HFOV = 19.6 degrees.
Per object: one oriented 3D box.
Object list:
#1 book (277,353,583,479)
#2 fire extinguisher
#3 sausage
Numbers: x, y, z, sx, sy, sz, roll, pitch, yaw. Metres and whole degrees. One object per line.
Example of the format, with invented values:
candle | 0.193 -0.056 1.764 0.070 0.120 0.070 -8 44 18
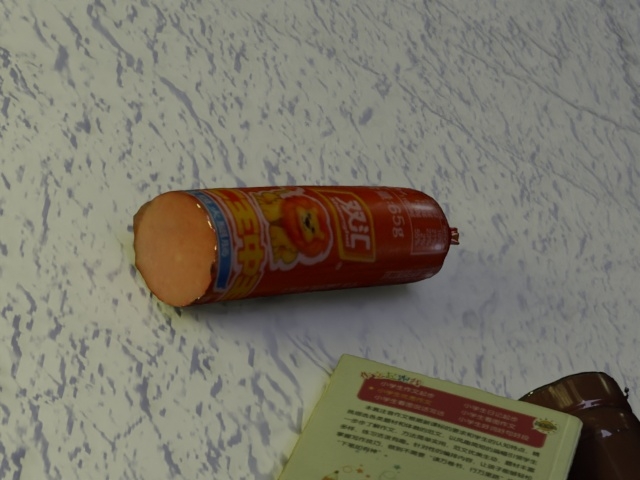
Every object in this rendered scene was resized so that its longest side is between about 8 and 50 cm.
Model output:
book | 0.055 0.153 1.086 0.162 0.022 0.232 15 32 10
fire extinguisher | 0.224 0.247 1.151 0.141 0.105 0.341 9 44 -41
sausage | 0.000 0.000 1.216 0.274 0.074 0.074 -3 55 -49
